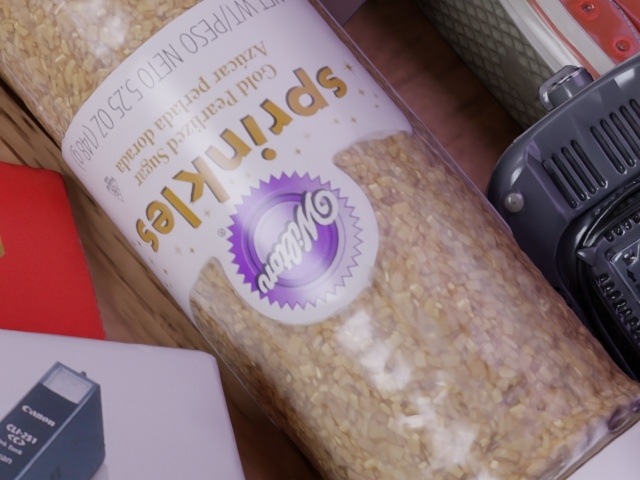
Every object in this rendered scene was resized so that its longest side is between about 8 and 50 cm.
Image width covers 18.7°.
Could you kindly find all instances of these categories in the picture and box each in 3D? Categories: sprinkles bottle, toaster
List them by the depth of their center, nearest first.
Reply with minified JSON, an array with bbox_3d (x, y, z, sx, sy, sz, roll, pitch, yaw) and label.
[{"bbox_3d":[0.000,0.000,0.738,0.355,0.121,0.121,51,39,10],"label":"sprinkles bottle"},{"bbox_3d":[0.166,0.022,0.821,0.227,0.129,0.146,54,8,-1],"label":"toaster"}]

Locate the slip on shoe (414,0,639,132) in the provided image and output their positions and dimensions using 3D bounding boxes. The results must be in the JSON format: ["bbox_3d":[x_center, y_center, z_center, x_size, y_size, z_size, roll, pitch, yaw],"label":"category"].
[{"bbox_3d":[0.107,-0.144,0.951,0.101,0.123,0.331,-37,86,-15],"label":"slip on shoe"}]

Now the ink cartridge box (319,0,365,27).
[{"bbox_3d":[-0.046,-0.184,0.918,0.104,0.060,0.180,8,50,-36],"label":"ink cartridge box"}]

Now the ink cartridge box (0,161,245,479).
[{"bbox_3d":[-0.169,0.042,0.595,0.296,0.066,0.261,9,50,-36],"label":"ink cartridge box"}]
